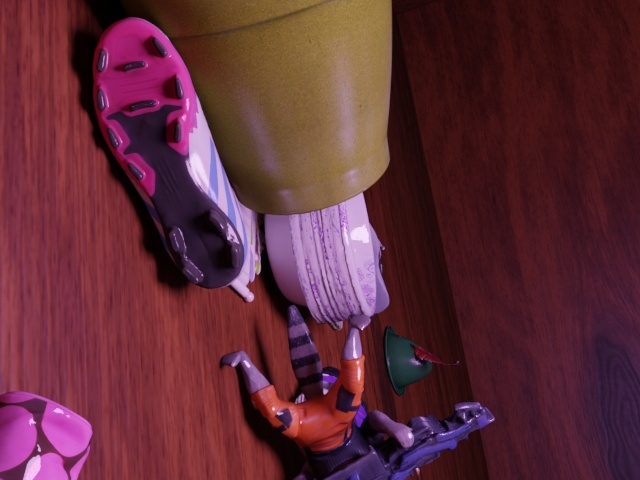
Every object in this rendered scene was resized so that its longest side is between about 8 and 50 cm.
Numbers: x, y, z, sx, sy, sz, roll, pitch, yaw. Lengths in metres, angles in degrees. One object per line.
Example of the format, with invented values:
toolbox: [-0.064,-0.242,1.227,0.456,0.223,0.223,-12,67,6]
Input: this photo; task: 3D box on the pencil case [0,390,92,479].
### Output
pencil case: [-0.215,0.217,0.501,0.098,0.095,0.209,22,50,-30]

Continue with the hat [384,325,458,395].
hat: [0.269,0.293,1.759,0.208,0.184,0.173,-82,152,-50]

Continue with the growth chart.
growth chart: [-0.126,-0.025,1.071,0.172,0.021,0.237,57,26,-47]

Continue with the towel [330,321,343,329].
towel: [0.013,0.100,1.388,0.148,0.027,0.110,59,25,-43]

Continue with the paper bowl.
paper bowl: [0.000,0.000,1.197,0.284,0.148,0.284,-10,90,-78]

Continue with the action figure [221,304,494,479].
action figure: [0.056,0.251,1.013,0.178,0.341,0.330,-131,-159,-67]

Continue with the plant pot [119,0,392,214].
plant pot: [-0.052,-0.239,0.967,0.366,0.367,0.353,-77,156,-55]

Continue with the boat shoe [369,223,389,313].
boat shoe: [0.086,0.031,1.528,0.306,0.113,0.105,62,16,-44]

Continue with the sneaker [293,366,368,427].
sneaker: [0.053,0.341,1.199,0.146,0.102,0.293,-62,135,-66]

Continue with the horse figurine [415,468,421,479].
horse figurine: [0.175,0.543,1.479,0.263,0.066,0.174,44,30,-55]

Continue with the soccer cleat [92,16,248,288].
soccer cleat: [-0.180,-0.098,0.856,0.143,0.116,0.331,-112,-176,-76]
